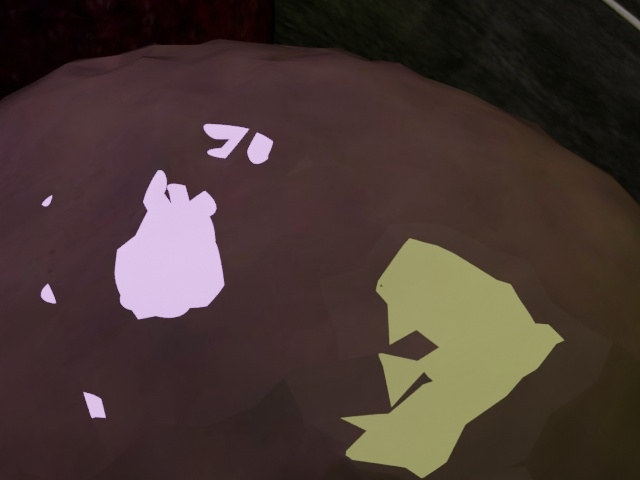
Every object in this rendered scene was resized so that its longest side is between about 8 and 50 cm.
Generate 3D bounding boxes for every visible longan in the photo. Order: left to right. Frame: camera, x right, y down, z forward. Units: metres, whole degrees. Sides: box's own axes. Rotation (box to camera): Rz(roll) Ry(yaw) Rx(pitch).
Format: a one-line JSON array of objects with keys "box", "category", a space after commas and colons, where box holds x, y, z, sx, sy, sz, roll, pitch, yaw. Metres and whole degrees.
[{"box": [-0.008, 0.122, 0.811, 0.436, 0.404, 0.404, 36, 37, -11], "category": "longan"}]

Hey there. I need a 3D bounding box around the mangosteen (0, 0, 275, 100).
[{"box": [-0.171, -0.117, 0.993, 0.300, 0.300, 0.300, 24, 40, -22], "category": "mangosteen"}]
